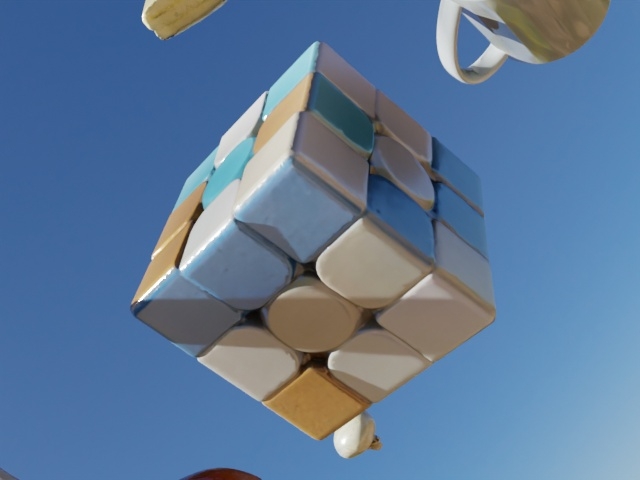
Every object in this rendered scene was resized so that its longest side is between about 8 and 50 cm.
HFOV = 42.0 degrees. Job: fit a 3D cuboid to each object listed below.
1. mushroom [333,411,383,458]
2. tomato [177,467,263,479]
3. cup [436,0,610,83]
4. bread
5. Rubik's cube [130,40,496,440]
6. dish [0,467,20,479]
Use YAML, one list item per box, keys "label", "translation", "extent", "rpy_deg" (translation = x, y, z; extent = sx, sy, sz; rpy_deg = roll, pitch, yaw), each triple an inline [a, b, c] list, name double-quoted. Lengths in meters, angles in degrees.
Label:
- label: "mushroom"
  translation: [0.066, 0.324, 1.376]
  extent: [0.079, 0.085, 0.085]
  rpy_deg: [27, -72, -21]
- label: "tomato"
  translation: [-0.123, 0.301, 0.694]
  extent: [0.236, 0.095, 0.237]
  rpy_deg: [13, -90, -69]
- label: "cup"
  translation: [0.294, -0.420, 1.364]
  extent: [0.323, 0.237, 0.327]
  rpy_deg: [-54, -30, 12]
- label: "bread"
  translation: [-0.172, -0.331, 1.114]
  extent: [0.139, 0.178, 0.060]
  rpy_deg: [-30, -66, 7]
- label: "Rubik's cube"
  translation: [0.000, 0.000, 1.167]
  extent: [0.347, 0.347, 0.344]
  rpy_deg: [36, -58, -20]
- label: "dish"
  translation: [-0.315, 0.251, 0.772]
  extent: [0.081, 0.229, 0.229]
  rpy_deg: [-53, -25, -22]
